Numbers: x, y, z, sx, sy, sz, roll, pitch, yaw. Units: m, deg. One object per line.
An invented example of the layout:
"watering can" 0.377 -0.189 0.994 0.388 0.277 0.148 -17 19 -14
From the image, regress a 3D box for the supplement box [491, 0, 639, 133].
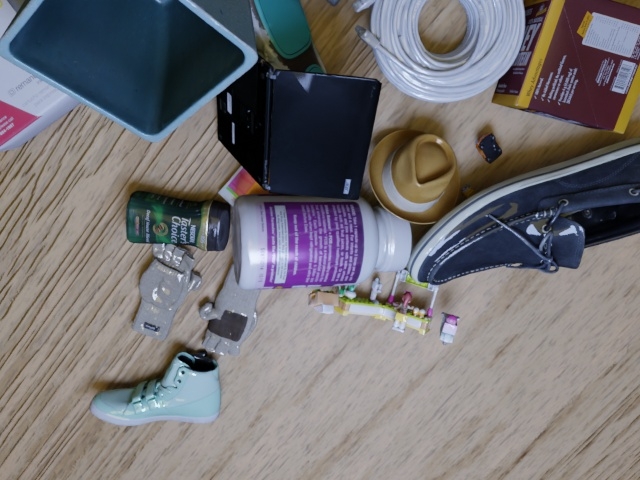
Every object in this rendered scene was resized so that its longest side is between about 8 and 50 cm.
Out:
"supplement box" 0.431 -0.302 0.955 0.194 0.129 0.191 13 106 -5

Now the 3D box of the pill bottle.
"pill bottle" 0.000 0.000 0.998 0.301 0.169 0.169 -1 106 -14

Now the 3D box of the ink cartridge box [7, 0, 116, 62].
"ink cartridge box" -0.408 -0.408 0.876 0.065 0.186 0.311 -21 109 36

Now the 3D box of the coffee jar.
"coffee jar" -0.260 -0.034 1.039 0.184 0.079 0.096 6 110 -3

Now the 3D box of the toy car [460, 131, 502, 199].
"toy car" 0.285 -0.143 1.042 0.060 0.040 0.122 28 102 -31

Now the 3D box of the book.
"book" -0.109 -0.112 1.047 0.096 0.035 0.144 42 101 -9

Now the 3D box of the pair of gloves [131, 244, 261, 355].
"pair of gloves" -0.237 0.118 1.104 0.240 0.042 0.204 15 108 -4

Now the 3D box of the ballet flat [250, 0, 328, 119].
"ballet flat" -0.064 -0.284 0.954 0.147 0.147 0.409 -27 104 6

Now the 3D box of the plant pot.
"plant pot" -0.254 -0.345 0.797 0.247 0.252 0.247 -27 139 33

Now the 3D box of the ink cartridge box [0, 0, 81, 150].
"ink cartridge box" -0.544 -0.331 0.921 0.226 0.131 0.306 -33 106 8

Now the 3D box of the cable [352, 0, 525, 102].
"cable" 0.210 -0.366 0.953 0.257 0.089 0.257 -39 104 8

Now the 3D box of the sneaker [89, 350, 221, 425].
"sneaker" -0.326 0.284 1.119 0.255 0.094 0.151 3 112 -13

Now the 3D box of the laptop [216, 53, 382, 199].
"laptop" -0.052 -0.207 0.915 0.136 0.264 0.234 -24 144 -28

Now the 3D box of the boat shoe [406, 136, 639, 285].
"boat shoe" 0.397 -0.022 0.996 0.500 0.156 0.187 -21 149 2

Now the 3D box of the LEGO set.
"LEGO set" 0.125 0.105 1.073 0.286 0.132 0.107 15 96 1

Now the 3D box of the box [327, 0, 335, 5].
"box" 0.050 -0.576 0.846 0.215 0.168 0.345 37 102 -11

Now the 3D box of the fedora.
"fedora" 0.179 -0.125 0.981 0.194 0.079 0.194 6 68 -16
